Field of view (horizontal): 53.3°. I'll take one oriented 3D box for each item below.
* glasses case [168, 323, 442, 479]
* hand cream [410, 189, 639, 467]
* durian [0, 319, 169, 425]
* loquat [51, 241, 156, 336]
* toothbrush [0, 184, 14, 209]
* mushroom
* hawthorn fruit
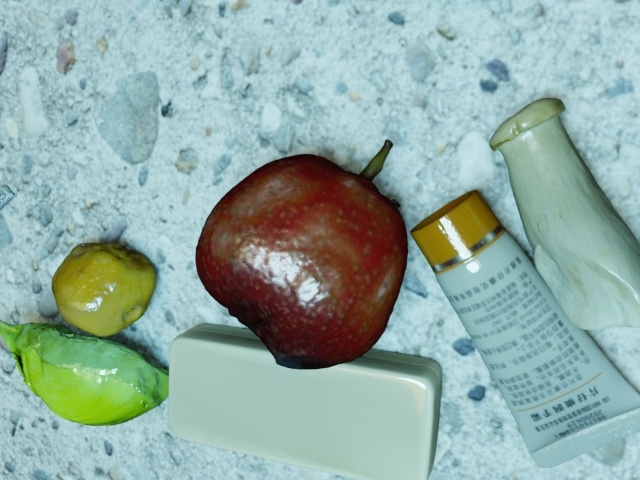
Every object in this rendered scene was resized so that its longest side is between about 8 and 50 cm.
[{"bbox_3d":[-0.025,0.197,0.787,0.337,0.076,0.143,7,99,19],"label":"glasses case"},{"bbox_3d":[0.220,0.094,0.682,0.140,0.089,0.314,-30,91,22],"label":"hand cream"},{"bbox_3d":[-0.323,0.177,0.870,0.250,0.101,0.139,14,118,18],"label":"durian"},{"bbox_3d":[-0.291,0.061,0.849,0.137,0.113,0.137,-10,63,19],"label":"loquat"},{"bbox_3d":[-0.567,0.006,0.983,0.288,0.024,0.026,-36,84,21],"label":"toothbrush"},{"bbox_3d":[0.251,-0.022,0.644,0.096,0.108,0.246,-28,74,24],"label":"mushroom"},{"bbox_3d":[0.000,0.000,0.690,0.230,0.210,0.266,40,94,17],"label":"hawthorn fruit"}]
